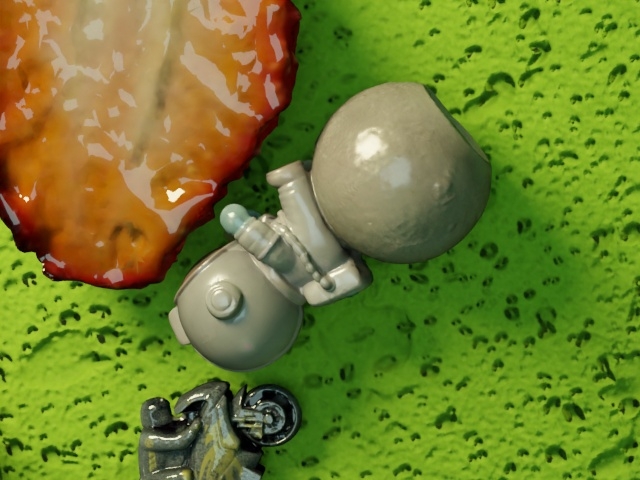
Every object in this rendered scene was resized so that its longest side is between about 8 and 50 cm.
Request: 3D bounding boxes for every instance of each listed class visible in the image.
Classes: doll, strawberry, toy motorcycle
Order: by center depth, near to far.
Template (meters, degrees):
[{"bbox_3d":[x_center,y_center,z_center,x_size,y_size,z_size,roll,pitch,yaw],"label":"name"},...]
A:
[{"bbox_3d":[0.000,0.000,0.950,0.287,0.151,0.151,-40,91,10],"label":"doll"},{"bbox_3d":[-0.155,-0.133,0.953,0.265,0.149,0.336,11,106,-4],"label":"strawberry"},{"bbox_3d":[-0.109,0.188,1.010,0.124,0.061,0.193,33,95,1],"label":"toy motorcycle"}]
